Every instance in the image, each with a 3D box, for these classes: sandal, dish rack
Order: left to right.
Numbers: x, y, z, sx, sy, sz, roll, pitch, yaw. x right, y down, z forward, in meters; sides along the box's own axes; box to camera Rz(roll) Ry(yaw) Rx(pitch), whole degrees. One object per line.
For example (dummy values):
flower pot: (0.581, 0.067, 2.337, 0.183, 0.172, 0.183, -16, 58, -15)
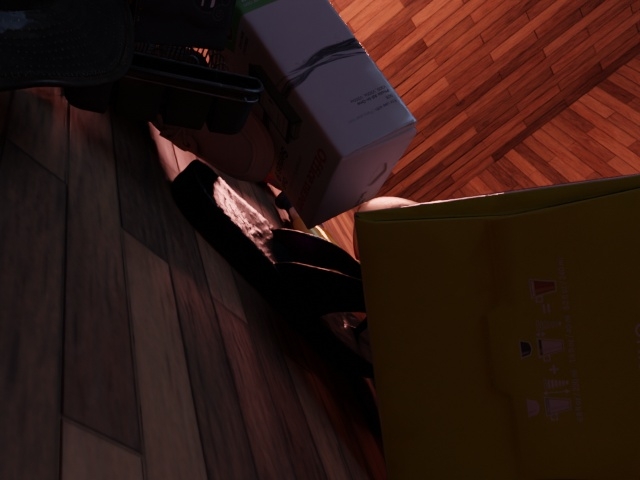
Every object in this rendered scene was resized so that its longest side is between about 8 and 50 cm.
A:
dish rack: (-0.201, -0.216, 0.750, 0.208, 0.074, 0.271, 7, 32, -26)
sandal: (-0.012, 0.045, 0.872, 0.446, 0.107, 0.167, 46, 10, -32)

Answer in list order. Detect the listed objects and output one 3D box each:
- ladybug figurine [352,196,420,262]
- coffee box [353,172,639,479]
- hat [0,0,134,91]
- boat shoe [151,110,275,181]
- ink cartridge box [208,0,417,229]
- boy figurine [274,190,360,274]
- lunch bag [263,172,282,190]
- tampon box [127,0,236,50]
ladybug figurine: (0.233, 0.083, 1.324, 0.305, 0.162, 0.449, -19, 56, -40)
coffee box: (0.243, 0.106, 0.818, 0.334, 0.338, 0.338, -13, 95, -80)
hat: (-0.250, -0.255, 0.432, 0.331, 0.134, 0.331, 30, 32, -22)
boat shoe: (-0.180, -0.163, 0.849, 0.277, 0.098, 0.096, 37, 25, 27)
ink cartridge box: (-0.025, -0.190, 0.839, 0.289, 0.121, 0.211, 56, -22, 13)
boy figurine: (0.000, 0.000, 1.199, 0.177, 0.092, 0.285, 48, 6, -43)
lunch bag: (-0.136, -0.243, 1.316, 0.258, 0.120, 0.293, 56, 10, 23)
tampon box: (-0.188, -0.298, 0.722, 0.120, 0.101, 0.161, -9, 40, -42)
